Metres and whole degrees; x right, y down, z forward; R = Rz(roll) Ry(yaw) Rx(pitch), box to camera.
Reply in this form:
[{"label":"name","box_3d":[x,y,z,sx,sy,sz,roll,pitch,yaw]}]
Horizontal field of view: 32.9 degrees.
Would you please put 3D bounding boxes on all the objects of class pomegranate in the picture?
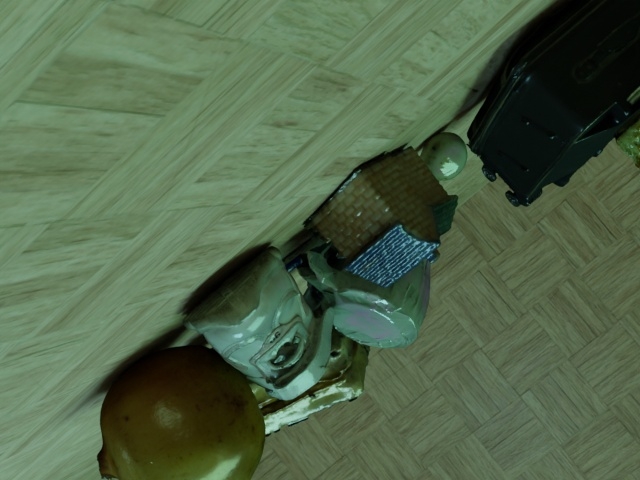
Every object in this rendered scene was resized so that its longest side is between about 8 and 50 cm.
[{"label":"pomegranate","box_3d":[-0.215,0.296,1.654,0.264,0.264,0.264,-38,173,-6]}]

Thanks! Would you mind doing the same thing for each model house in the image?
[{"label":"model house","box_3d":[0.113,-0.027,1.630,0.183,0.172,0.166,-32,169,-47]}]

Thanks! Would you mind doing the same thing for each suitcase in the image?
[{"label":"suitcase","box_3d":[0.391,-0.229,1.671,0.283,0.194,0.434,-40,173,-11]}]

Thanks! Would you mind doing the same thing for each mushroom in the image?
[{"label":"mushroom","box_3d":[0.202,-0.140,1.792,0.084,0.083,0.067,-40,-143,4]}]

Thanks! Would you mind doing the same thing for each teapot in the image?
[{"label":"teapot","box_3d":[0.075,0.056,1.748,0.163,0.222,0.178,112,3,-58]}]

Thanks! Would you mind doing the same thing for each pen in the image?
[{"label":"pen","box_3d":[0.000,0.000,1.815,0.204,0.025,0.025,-37,173,-13]}]

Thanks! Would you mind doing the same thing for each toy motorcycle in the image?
[{"label":"toy motorcycle","box_3d":[0.026,0.051,1.923,0.239,0.108,0.204,-33,171,-42]}]

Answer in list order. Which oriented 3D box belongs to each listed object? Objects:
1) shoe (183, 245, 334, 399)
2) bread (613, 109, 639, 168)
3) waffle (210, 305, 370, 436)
[{"label":"shoe","box_3d":[-0.068,0.135,1.621,0.172,0.198,0.351,-41,174,0]},{"label":"bread","box_3d":[0.482,-0.170,1.503,0.140,0.069,0.128,-33,167,-47]},{"label":"waffle","box_3d":[-0.095,0.245,1.920,0.376,0.114,0.261,-25,-160,14]}]
